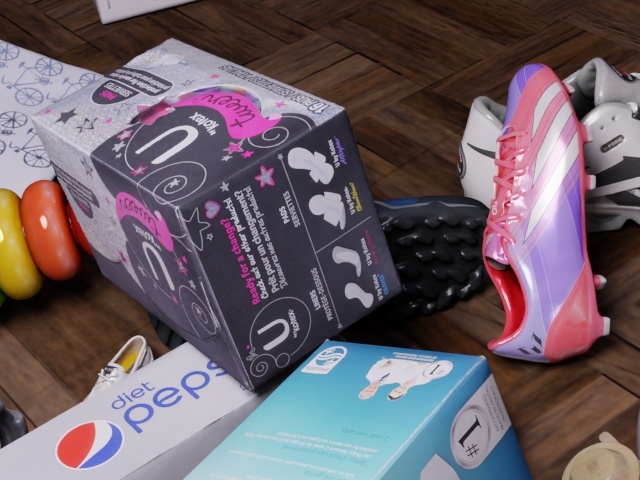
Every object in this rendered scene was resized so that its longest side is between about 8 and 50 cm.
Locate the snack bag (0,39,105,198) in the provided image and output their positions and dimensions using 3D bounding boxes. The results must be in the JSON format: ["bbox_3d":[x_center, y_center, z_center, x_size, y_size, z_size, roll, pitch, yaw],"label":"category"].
[{"bbox_3d":[-0.423,-0.132,1.336,0.343,0.037,0.323,18,39,1],"label":"snack bag"}]

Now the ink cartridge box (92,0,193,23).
[{"bbox_3d":[-0.177,-0.396,1.671,0.273,0.114,0.198,-16,37,-11],"label":"ink cartridge box"}]

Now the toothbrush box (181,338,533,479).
[{"bbox_3d":[-0.002,0.226,0.684,0.126,0.216,0.295,1,34,43],"label":"toothbrush box"}]

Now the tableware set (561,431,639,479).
[{"bbox_3d":[0.176,0.195,0.828,0.169,0.020,0.141,-43,35,-7],"label":"tableware set"}]

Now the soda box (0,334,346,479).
[{"bbox_3d":[-0.111,0.153,0.921,0.286,0.098,0.091,-30,40,-26],"label":"soda box"}]

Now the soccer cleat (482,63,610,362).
[{"bbox_3d":[0.167,-0.025,1.032,0.095,0.083,0.248,-3,77,-11],"label":"soccer cleat"}]

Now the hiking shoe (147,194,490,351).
[{"bbox_3d":[0.000,0.000,1.095,0.304,0.113,0.132,-10,37,-2],"label":"hiking shoe"}]

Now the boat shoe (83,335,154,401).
[{"bbox_3d":[-0.166,0.114,1.040,0.035,0.035,0.100,12,40,26],"label":"boat shoe"}]

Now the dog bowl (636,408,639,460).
[{"bbox_3d":[0.392,0.109,0.876,0.349,0.102,0.348,-5,36,4],"label":"dog bowl"}]

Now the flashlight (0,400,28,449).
[{"bbox_3d":[-0.375,0.148,0.984,0.304,0.103,0.103,7,41,19],"label":"flashlight"}]

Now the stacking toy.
[{"bbox_3d":[-0.289,0.008,1.105,0.330,0.141,0.141,-16,36,-4],"label":"stacking toy"}]

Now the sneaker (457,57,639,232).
[{"bbox_3d":[0.285,-0.091,1.138,0.331,0.146,0.122,-9,34,-3],"label":"sneaker"}]

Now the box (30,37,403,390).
[{"bbox_3d":[-0.083,-0.029,0.947,0.142,0.163,0.247,-34,34,-21],"label":"box"}]
